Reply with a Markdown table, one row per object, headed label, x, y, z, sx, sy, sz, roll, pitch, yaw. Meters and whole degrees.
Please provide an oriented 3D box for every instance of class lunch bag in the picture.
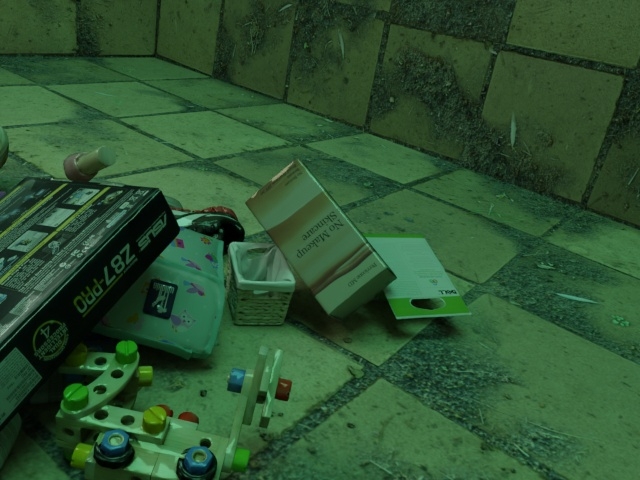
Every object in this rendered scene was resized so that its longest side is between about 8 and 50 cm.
| label | x | y | z | sx | sy | sz | roll | pitch | yaw |
| --- | --- | --- | --- | --- | --- | --- | --- | --- | --- |
| lunch bag | -0.287 | 0.083 | 1.018 | 0.223 | 0.160 | 0.262 | 21 | 28 | -22 |

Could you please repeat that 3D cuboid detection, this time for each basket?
| label | x | y | z | sx | sy | sz | roll | pitch | yaw |
| --- | --- | --- | --- | --- | --- | --- | --- | --- | --- |
| basket | -0.126 | 0.085 | 1.168 | 0.113 | 0.103 | 0.167 | 3 | 26 | -17 |

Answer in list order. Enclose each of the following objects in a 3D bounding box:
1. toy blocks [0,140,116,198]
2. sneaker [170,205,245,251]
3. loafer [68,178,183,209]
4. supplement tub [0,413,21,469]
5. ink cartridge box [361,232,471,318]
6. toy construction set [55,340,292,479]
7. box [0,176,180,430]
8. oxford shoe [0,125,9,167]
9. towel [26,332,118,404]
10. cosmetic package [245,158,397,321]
| label | x | y | z | sx | sy | sz | roll | pitch | yaw |
| --- | --- | --- | --- | --- | --- | --- | --- | --- | --- |
| toy blocks | -0.578 | -0.028 | 1.146 | 0.260 | 0.309 | 0.289 | -11 | -7 | 39 |
| sneaker | -0.290 | -0.015 | 1.319 | 0.276 | 0.097 | 0.135 | -6 | 28 | -37 |
| loafer | -0.480 | -0.096 | 1.397 | 0.319 | 0.112 | 0.111 | 10 | 33 | -1 |
| supplement tub | -0.419 | 0.256 | 0.713 | 0.071 | 0.071 | 0.107 | 8 | 25 | -8 |
| ink cartridge box | 0.181 | 0.101 | 1.286 | 0.189 | 0.097 | 0.255 | 1 | 41 | -23 |
| toy construction set | -0.203 | 0.230 | 0.779 | 0.328 | 0.151 | 0.215 | 1 | 29 | 4 |
| box | -0.441 | 0.062 | 0.831 | 0.318 | 0.097 | 0.395 | 7 | 45 | 27 |
| oxford shoe | -0.949 | -0.212 | 1.358 | 0.449 | 0.169 | 0.130 | 0 | -16 | -6 |
| towel | -0.459 | 0.179 | 0.907 | 0.285 | 0.034 | 0.209 | 0 | 27 | -23 |
| cosmetic package | 0.000 | 0.000 | 1.181 | 0.296 | 0.153 | 0.129 | 51 | 3 | 20 |
